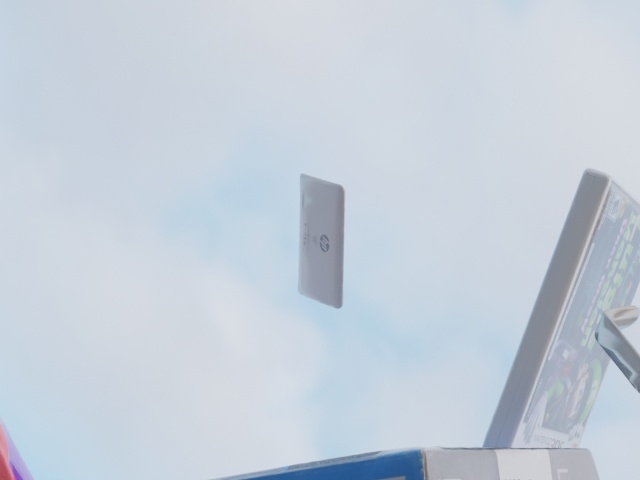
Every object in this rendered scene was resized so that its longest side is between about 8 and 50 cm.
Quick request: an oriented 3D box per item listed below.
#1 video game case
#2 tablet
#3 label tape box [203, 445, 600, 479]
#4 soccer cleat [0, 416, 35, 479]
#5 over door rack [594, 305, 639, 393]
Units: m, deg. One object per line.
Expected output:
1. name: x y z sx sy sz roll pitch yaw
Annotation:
1. video game case: 0.170 0.058 1.269 0.022 0.173 0.190 19 -92 22
2. tablet: 0.000 0.000 1.270 0.054 0.006 0.083 19 -68 55
3. label tape box: 0.036 0.188 1.129 0.240 0.333 0.106 -13 -102 28
4. soccer cleat: -0.194 0.182 1.196 0.083 0.095 0.248 -26 -71 5
5. over door rack: 0.344 -0.002 1.087 0.324 0.108 0.239 -1 -50 -17
